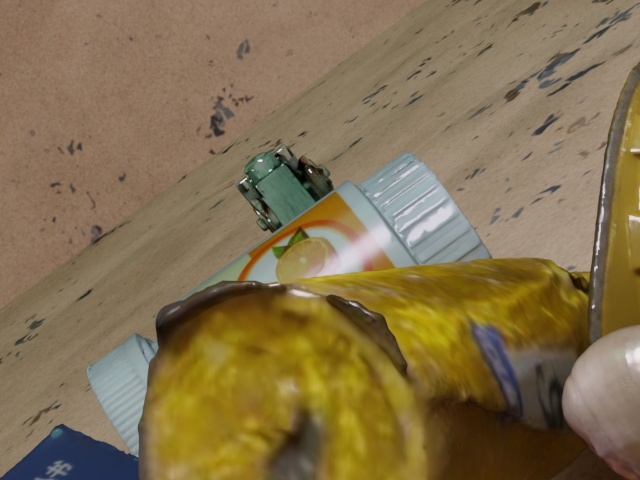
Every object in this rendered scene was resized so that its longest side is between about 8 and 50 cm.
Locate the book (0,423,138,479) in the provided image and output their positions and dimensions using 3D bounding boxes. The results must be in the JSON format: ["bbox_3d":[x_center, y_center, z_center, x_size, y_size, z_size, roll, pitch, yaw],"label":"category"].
[{"bbox_3d":[-0.084,0.253,0.835,0.428,0.039,0.300,17,48,37],"label":"book"}]

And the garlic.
[{"bbox_3d":[0.203,0.099,0.851,0.175,0.124,0.099,15,32,8],"label":"garlic"}]

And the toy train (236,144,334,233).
[{"bbox_3d":[0.000,0.000,1.537,0.081,0.194,0.125,-40,8,-5],"label":"toy train"}]

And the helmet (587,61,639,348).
[{"bbox_3d":[0.255,0.003,0.998,0.140,0.205,0.257,-6,47,29],"label":"helmet"}]

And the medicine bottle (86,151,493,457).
[{"bbox_3d":[-0.015,0.073,1.397,0.318,0.158,0.158,-36,14,-2],"label":"medicine bottle"}]

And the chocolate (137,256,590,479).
[{"bbox_3d":[0.079,0.070,0.961,0.162,0.162,0.445,-28,-8,28],"label":"chocolate"}]
